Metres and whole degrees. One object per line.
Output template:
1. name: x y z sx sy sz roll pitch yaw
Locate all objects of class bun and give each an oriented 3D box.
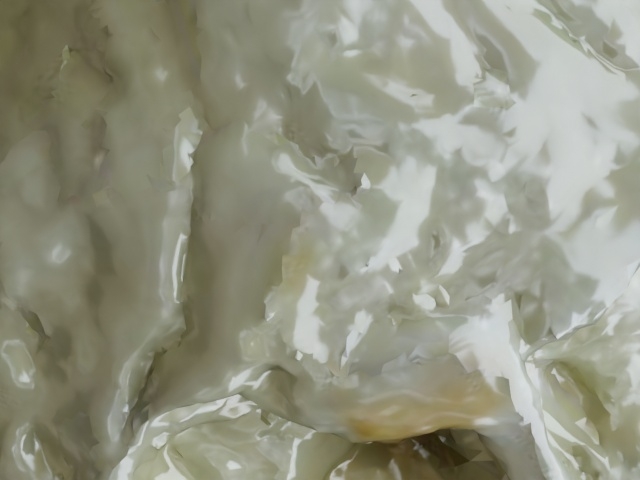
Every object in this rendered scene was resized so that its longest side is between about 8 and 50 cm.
1. bun: 0.000 0.000 0.532 0.227 0.349 0.352 -98 -157 -62
